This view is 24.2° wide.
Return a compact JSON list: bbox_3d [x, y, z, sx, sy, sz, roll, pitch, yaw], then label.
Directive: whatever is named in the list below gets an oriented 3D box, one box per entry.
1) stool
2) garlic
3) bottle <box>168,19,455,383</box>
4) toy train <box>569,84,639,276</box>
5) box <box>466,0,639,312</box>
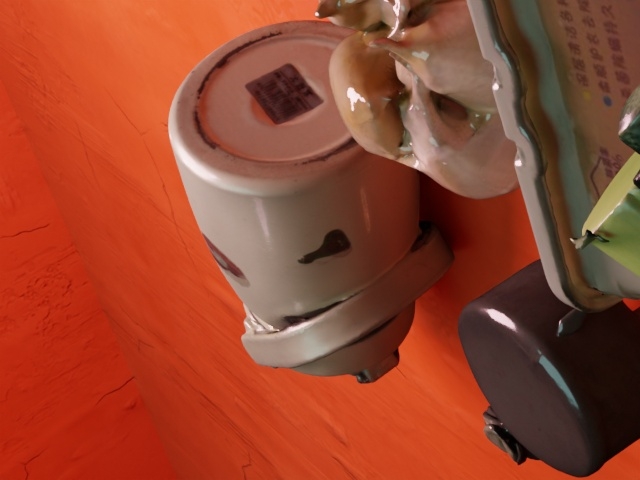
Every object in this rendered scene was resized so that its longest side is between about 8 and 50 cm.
[{"bbox_3d":[0.190,0.086,1.142,0.153,0.139,0.228,59,162,-1],"label":"stool"},{"bbox_3d":[0.080,-0.160,0.962,0.184,0.203,0.281,-7,104,25],"label":"garlic"},{"bbox_3d":[0.000,0.000,1.364,0.229,0.229,0.352,42,156,37],"label":"bottle"},{"bbox_3d":[0.232,0.022,0.687,0.253,0.105,0.157,35,159,1],"label":"toy train"},{"bbox_3d":[0.210,-0.102,0.790,0.182,0.175,0.312,17,136,48],"label":"box"}]
